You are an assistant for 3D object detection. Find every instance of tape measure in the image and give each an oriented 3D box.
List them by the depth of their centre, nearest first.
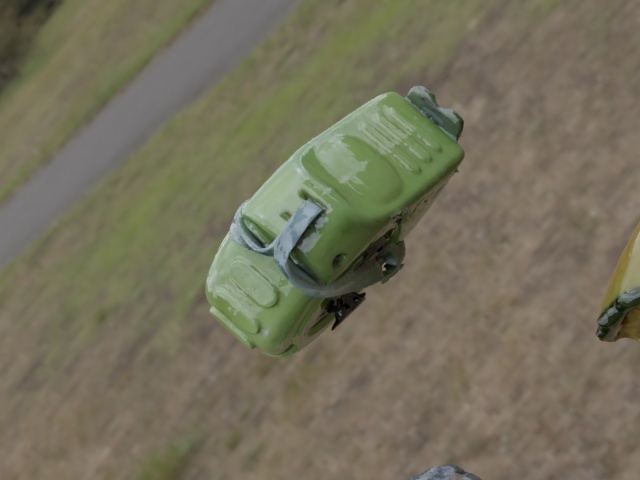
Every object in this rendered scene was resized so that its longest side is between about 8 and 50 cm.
[{"bbox_3d":[0.000,0.000,1.050,0.177,0.087,0.154,-34,-17,-51],"label":"tape measure"}]

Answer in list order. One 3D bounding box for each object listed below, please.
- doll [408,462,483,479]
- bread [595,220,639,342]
[{"bbox_3d":[0.064,0.215,1.106,0.340,0.246,0.158,10,-94,-79],"label":"doll"},{"bbox_3d":[0.260,-0.016,0.802,0.251,0.174,0.133,-22,49,46],"label":"bread"}]
